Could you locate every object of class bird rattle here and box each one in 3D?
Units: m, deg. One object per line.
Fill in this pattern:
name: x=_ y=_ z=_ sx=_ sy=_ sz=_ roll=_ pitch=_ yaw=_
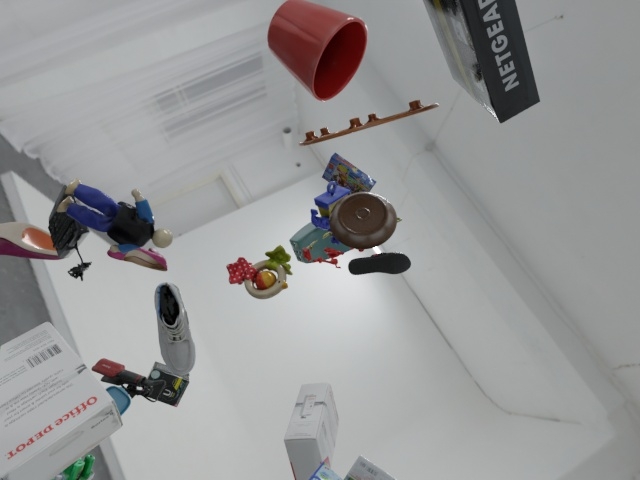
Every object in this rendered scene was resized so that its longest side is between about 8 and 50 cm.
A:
bird rattle: x=-0.225 y=0.129 z=1.572 sx=0.143 sy=0.254 sz=0.206 roll=83 pitch=-13 yaw=-49

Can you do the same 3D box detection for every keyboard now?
keyboard: x=-0.625 y=0.000 z=1.026 sx=0.317 sy=0.033 sz=0.201 roll=-20 pitch=-87 yaw=50

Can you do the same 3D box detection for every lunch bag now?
lunch bag: x=0.010 y=0.729 z=1.166 sx=0.129 sy=0.096 sz=0.151 roll=34 pitch=20 yaw=21

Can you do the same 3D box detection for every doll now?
doll: x=-0.354 y=-0.039 z=0.735 sx=0.189 sy=0.129 sz=0.046 roll=29 pitch=14 yaw=-16

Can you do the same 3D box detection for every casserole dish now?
casserole dish: x=-0.800 y=0.631 z=1.541 sx=0.114 sy=0.188 sz=0.037 roll=44 pitch=-21 yaw=-7

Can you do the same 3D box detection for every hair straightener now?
hair straightener: x=-0.448 y=0.337 z=0.987 sx=0.231 sy=0.047 sz=0.088 roll=-2 pitch=-57 yaw=28

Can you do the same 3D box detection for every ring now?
ring: x=0.107 y=-0.282 z=0.979 sx=0.337 sy=0.337 sz=0.032 roll=-154 pitch=-135 yaw=-70

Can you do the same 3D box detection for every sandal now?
sandal: x=0.164 y=0.061 z=1.155 sx=0.040 sy=0.180 sz=0.067 roll=-104 pitch=-168 yaw=-67

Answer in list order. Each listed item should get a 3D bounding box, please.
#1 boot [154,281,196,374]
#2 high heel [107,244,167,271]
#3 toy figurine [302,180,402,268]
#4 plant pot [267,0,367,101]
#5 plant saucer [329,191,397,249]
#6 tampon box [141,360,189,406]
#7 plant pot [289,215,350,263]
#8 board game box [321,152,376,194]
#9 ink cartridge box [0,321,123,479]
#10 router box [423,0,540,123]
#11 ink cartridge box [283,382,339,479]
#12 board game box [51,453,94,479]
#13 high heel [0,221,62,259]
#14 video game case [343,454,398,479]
boot: x=-0.397 y=0.237 z=1.100 sx=0.123 sy=0.095 sz=0.257 roll=143 pitch=-69 yaw=-73
high heel: x=-0.740 y=0.080 z=1.684 sx=0.117 sy=0.082 sz=0.244 roll=48 pitch=12 yaw=23
toy figurine: x=0.087 y=-0.099 z=1.328 sx=0.191 sy=0.363 sz=0.217 roll=20 pitch=-46 yaw=45
plant pot: x=-0.024 y=-0.640 z=1.352 sx=0.243 sy=0.275 sz=0.274 roll=39 pitch=-19 yaw=16
plant saucer: x=0.123 y=-0.069 z=1.198 sx=0.198 sy=0.199 sz=0.036 roll=56 pitch=-11 yaw=28
tampon box: x=-0.656 y=0.608 z=1.750 sx=0.161 sy=0.120 sz=0.101 roll=27 pitch=-6 yaw=-17
plant pot: x=0.000 y=0.000 z=1.773 sx=0.166 sy=0.235 sz=0.165 roll=10 pitch=-55 yaw=65
board game box: x=0.111 y=-0.243 z=1.647 sx=0.201 sy=0.035 sz=0.136 roll=37 pitch=-33 yaw=4
ink cartridge box: x=-0.566 y=0.324 z=0.823 sx=0.273 sy=0.198 sz=0.114 roll=33 pitch=-44 yaw=26
router box: x=0.267 y=-0.397 z=0.742 sx=0.308 sy=0.081 sz=0.242 roll=49 pitch=20 yaw=-38
ink cartridge box: x=-0.022 y=0.682 z=1.477 sx=0.283 sy=0.117 sz=0.207 roll=-63 pitch=143 yaw=-68
board game box: x=-0.691 y=0.445 z=0.766 sx=0.391 sy=0.050 sz=0.390 roll=17 pitch=-7 yaw=-1
high heel: x=-1.052 y=0.023 z=1.355 sx=0.378 sy=0.181 sz=0.127 roll=25 pitch=29 yaw=-28
video game case: x=0.164 y=0.829 z=1.304 sx=0.227 sy=0.206 sz=0.026 roll=20 pitch=-47 yaw=32
